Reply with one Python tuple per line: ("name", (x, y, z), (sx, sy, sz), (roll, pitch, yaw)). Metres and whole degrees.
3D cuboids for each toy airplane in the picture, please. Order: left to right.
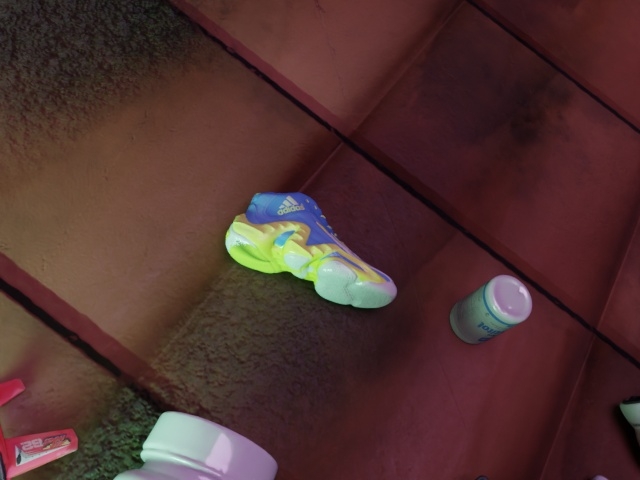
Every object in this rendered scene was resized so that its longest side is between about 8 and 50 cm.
("toy airplane", (-0.336, 0.203, 0.664), (0.151, 0.028, 0.151), (10, 60, -19))

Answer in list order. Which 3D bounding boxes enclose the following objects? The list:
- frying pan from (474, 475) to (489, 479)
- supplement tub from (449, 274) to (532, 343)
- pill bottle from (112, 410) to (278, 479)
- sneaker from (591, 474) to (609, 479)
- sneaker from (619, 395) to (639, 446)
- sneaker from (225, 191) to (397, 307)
("frying pan", (0.147, 0.425, 0.682), (0.326, 0.053, 0.197), (-35, 65, -25))
("supplement tub", (0.238, 0.098, 0.906), (0.071, 0.107, 0.070), (9, 61, -17))
("pill bottle", (-0.155, 0.317, 0.598), (0.161, 0.161, 0.283), (29, 57, -6))
("sneaker", (0.392, 0.382, 0.859), (0.067, 0.042, 0.118), (-25, 68, -35))
("sneaker", (0.591, 0.276, 0.968), (0.292, 0.110, 0.118), (-5, 74, -15))
("sneaker", (0.000, 0.000, 0.871), (0.240, 0.091, 0.126), (22, 57, -9))
